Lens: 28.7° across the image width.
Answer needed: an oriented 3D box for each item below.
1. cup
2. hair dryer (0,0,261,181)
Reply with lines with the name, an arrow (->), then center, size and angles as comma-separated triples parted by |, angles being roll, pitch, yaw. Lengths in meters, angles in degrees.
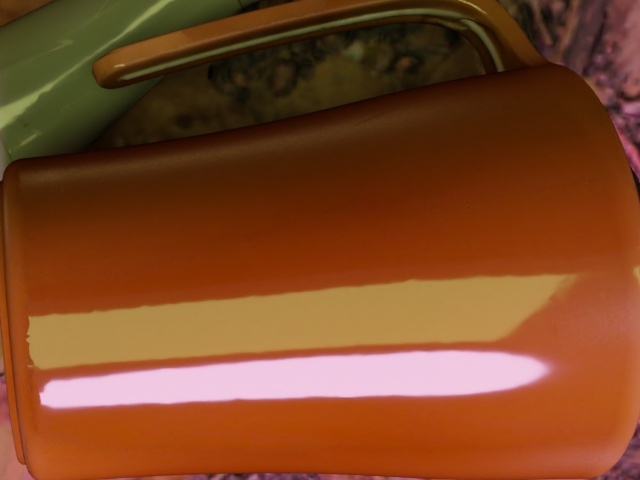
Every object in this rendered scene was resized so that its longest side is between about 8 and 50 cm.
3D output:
cup -> 0.000, 0.000, 0.534 | 0.264, 0.182, 0.226 | -5, 76, -12
hair dryer -> -0.062, -0.022, 0.607 | 0.206, 0.075, 0.237 | -34, 108, -2
